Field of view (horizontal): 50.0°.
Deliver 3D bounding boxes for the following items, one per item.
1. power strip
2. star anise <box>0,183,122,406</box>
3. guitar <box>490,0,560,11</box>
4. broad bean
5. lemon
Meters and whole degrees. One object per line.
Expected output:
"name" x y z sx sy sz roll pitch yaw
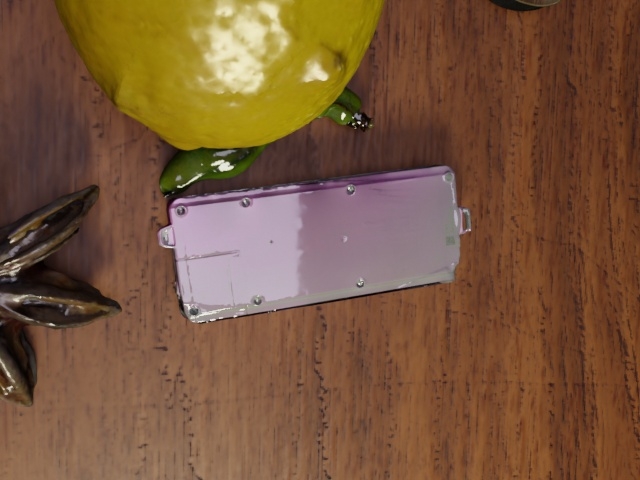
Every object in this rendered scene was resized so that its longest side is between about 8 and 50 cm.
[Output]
"power strip" 0.000 0.000 0.605 0.279 0.037 0.109 -8 99 -16
"star anise" -0.267 0.019 0.506 0.236 0.093 0.229 5 101 -15
"guitar" 0.207 -0.350 0.627 0.084 0.038 0.271 8 96 -18
"broad bean" -0.048 -0.095 0.578 0.195 0.046 0.061 -20 99 -15
"lemon" -0.064 -0.191 0.460 0.234 0.233 0.288 8 119 -17
